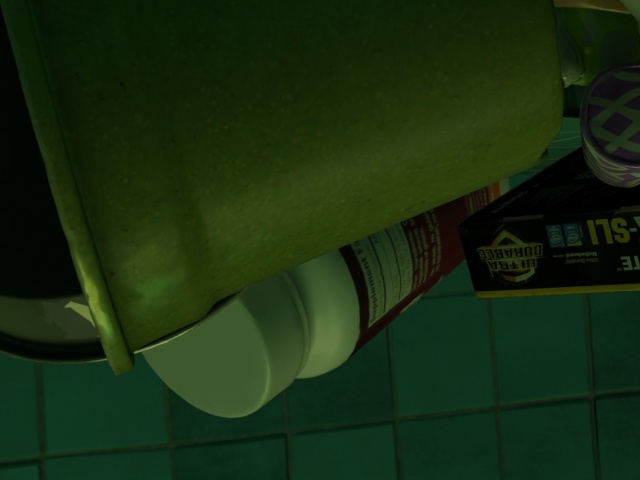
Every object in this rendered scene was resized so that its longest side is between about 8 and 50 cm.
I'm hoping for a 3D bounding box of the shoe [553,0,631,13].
[{"bbox_3d":[0.141,-0.187,1.154,0.219,0.058,0.076,1,-164,-22],"label":"shoe"}]

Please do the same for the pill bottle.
[{"bbox_3d":[0.000,0.000,1.721,0.224,0.224,0.392,-6,-157,46],"label":"pill bottle"}]

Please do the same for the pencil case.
[{"bbox_3d":[0.242,-0.085,1.297,0.088,0.086,0.206,0,180,10],"label":"pencil case"}]

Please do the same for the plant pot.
[{"bbox_3d":[-0.021,-0.097,0.879,0.254,0.276,0.276,-16,179,-5],"label":"plant pot"}]

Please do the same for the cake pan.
[{"bbox_3d":[-0.143,-0.067,1.063,0.293,0.293,0.054,-5,153,15],"label":"cake pan"}]

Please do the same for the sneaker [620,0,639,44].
[{"bbox_3d":[0.380,-0.085,1.188,0.447,0.257,0.169,-13,-176,-40],"label":"sneaker"}]

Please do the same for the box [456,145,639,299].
[{"bbox_3d":[0.313,-0.044,1.493,0.257,0.079,0.322,-3,-161,41],"label":"box"}]

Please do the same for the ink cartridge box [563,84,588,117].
[{"bbox_3d":[0.317,-0.165,1.526,0.212,0.093,0.154,-8,176,41],"label":"ink cartridge box"}]

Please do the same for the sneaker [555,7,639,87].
[{"bbox_3d":[0.222,-0.164,1.365,0.240,0.091,0.126,-6,178,22],"label":"sneaker"}]
